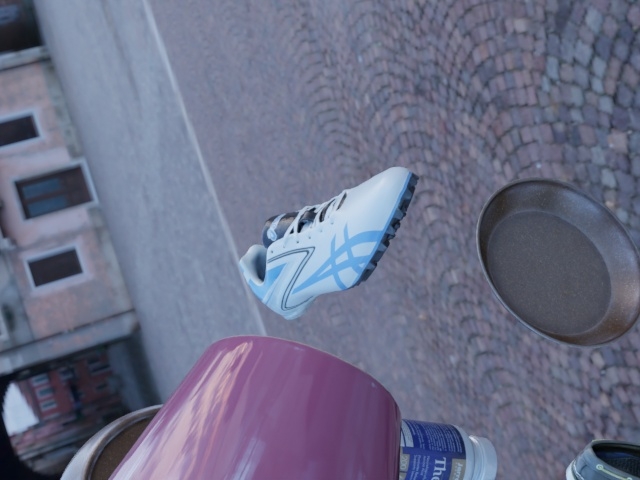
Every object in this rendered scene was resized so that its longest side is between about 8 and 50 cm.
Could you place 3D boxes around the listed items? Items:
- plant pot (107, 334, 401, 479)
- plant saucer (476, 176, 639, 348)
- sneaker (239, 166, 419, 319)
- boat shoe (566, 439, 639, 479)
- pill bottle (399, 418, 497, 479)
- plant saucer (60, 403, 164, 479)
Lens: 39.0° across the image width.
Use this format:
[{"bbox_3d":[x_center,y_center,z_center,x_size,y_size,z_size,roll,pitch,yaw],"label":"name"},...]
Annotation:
[{"bbox_3d":[-0.038,0.161,0.502,0.201,0.201,0.180,97,-168,-57],"label":"plant pot"},{"bbox_3d":[0.247,0.026,0.948,0.199,0.198,0.036,67,153,20],"label":"plant saucer"},{"bbox_3d":[0.000,0.000,0.772,0.086,0.085,0.237,37,143,-10],"label":"sneaker"},{"bbox_3d":[0.586,0.407,1.563,0.109,0.305,0.091,-90,9,-50],"label":"boat shoe"},{"bbox_3d":[0.095,0.196,0.807,0.067,0.120,0.067,-169,90,-66],"label":"pill bottle"},{"bbox_3d":[-0.175,0.314,1.130,0.310,0.310,0.050,-123,31,-44],"label":"plant saucer"}]
